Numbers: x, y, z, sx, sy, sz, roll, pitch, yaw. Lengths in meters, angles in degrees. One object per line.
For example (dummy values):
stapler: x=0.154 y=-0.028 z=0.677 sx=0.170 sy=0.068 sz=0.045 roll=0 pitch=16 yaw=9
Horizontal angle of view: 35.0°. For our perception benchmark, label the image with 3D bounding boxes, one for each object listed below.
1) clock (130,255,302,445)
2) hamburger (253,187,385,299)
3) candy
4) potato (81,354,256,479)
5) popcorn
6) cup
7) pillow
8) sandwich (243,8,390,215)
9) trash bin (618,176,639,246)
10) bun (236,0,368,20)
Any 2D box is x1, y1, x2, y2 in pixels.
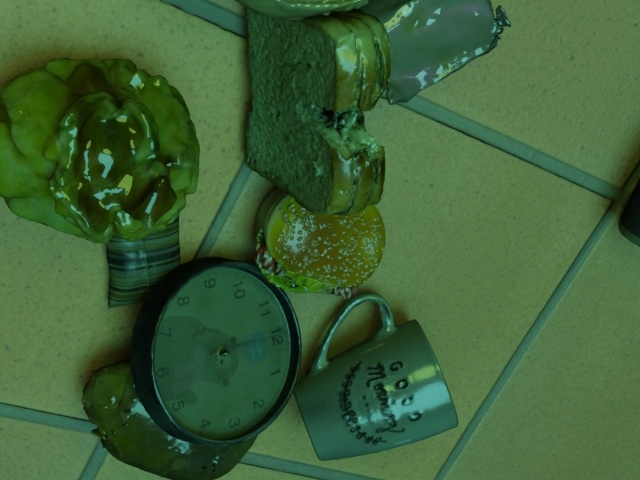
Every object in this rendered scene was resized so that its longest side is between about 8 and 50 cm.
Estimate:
clock: x=-0.145 y=0.163 z=1.492 sx=0.280 sy=0.055 sz=0.281 roll=1 pitch=88 yaw=-39
hamburger: x=0.000 y=0.000 z=1.510 sx=0.210 sy=0.116 sz=0.173 roll=23 pitch=104 yaw=-32
candy: x=0.124 y=-0.298 z=1.355 sx=0.195 sy=0.185 sz=0.137 roll=-31 pitch=130 yaw=-5
potato: x=-0.227 y=0.272 z=1.554 sx=0.296 sy=0.141 sz=0.192 roll=27 pitch=102 yaw=-30
popcorn: x=-0.279 y=-0.108 z=1.263 sx=0.258 sy=0.270 sz=0.224 roll=-31 pitch=148 yaw=-63
cup: x=0.071 y=0.219 z=1.650 sx=0.234 sy=0.186 sz=0.258 roll=-19 pitch=94 yaw=-3
pillow: x=-0.252 y=0.002 z=1.449 sx=0.113 sy=0.038 sz=0.204 roll=-8 pitch=120 yaw=-19
sandwich: x=-0.006 y=-0.181 z=1.323 sx=0.095 sy=0.249 sz=0.273 roll=-17 pitch=125 yaw=-29
trash bin: x=0.652 y=-0.059 z=1.723 sx=0.290 sy=0.182 sz=0.210 roll=10 pitch=113 yaw=-34
bun: x=-0.040 y=-0.439 z=1.184 sx=0.364 sy=0.202 sz=0.365 roll=-5 pitch=100 yaw=-27
